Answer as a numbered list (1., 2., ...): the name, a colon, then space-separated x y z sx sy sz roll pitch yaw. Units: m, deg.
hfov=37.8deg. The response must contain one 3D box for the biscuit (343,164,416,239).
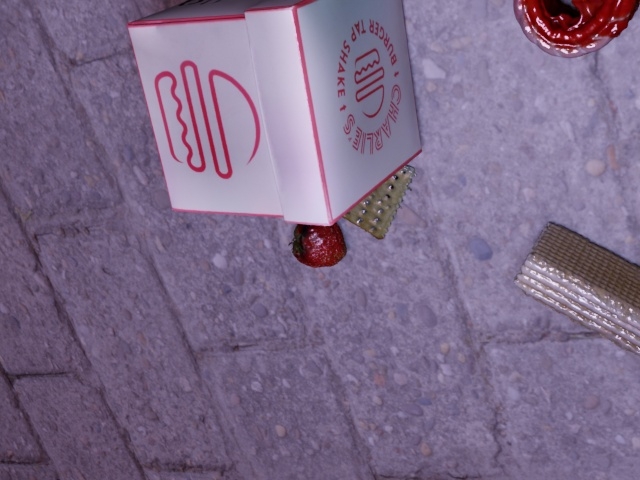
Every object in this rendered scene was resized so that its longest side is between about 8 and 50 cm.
1. biscuit: 0.084 -0.102 1.600 0.144 0.016 0.203 32 130 10

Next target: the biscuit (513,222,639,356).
1. biscuit: 0.504 0.122 1.409 0.426 0.144 0.078 29 128 12

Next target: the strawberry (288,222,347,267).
1. strawberry: 0.000 0.000 1.669 0.106 0.106 0.106 15 125 22

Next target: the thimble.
1. thimble: 0.340 -0.342 1.226 0.163 0.125 0.189 3 120 26

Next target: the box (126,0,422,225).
1. box: -0.057 -0.226 1.403 0.300 0.314 0.312 5 117 31
